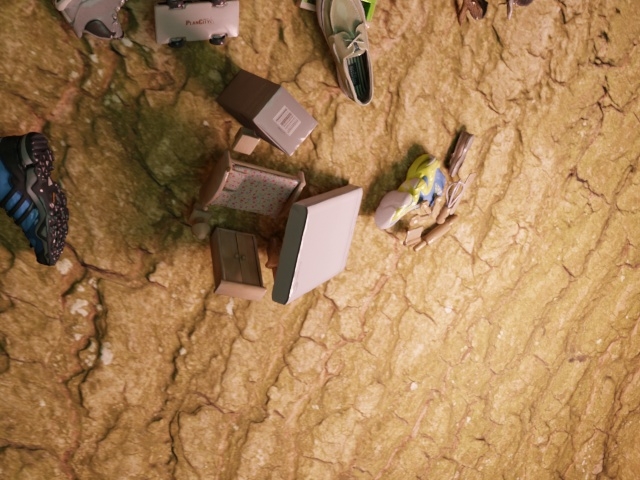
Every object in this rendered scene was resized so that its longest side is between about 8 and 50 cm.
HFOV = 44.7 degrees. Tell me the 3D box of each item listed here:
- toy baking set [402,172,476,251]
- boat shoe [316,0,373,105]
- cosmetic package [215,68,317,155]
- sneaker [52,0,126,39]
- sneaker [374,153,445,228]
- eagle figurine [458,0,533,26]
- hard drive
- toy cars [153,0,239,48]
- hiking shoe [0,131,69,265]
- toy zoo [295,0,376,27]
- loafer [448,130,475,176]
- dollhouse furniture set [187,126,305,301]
[{"bbox_3d":[0.326,-0.072,2.091,0.256,0.030,0.197,-34,150,-16],"label":"toy baking set"},{"bbox_3d":[0.072,-0.451,1.778,0.109,0.094,0.302,-26,129,-8],"label":"boat shoe"},{"bbox_3d":[-0.120,-0.281,1.688,0.127,0.238,0.107,41,85,-31],"label":"cosmetic package"},{"bbox_3d":[-0.403,-0.477,1.555,0.228,0.086,0.132,-27,126,-5],"label":"sneaker"},{"bbox_3d":[0.250,-0.105,2.047,0.240,0.091,0.126,-50,125,-2],"label":"sneaker"},{"bbox_3d":[0.460,-0.671,1.871,0.298,0.226,0.225,-32,102,-7],"label":"eagle figurine"},{"bbox_3d":[0.000,0.000,1.854,0.353,0.047,0.233,-24,130,-65],"label":"hard drive"},{"bbox_3d":[-0.196,-0.542,1.632,0.393,0.087,0.176,-45,135,0],"label":"toy cars"},{"bbox_3d":[-0.607,-0.085,1.606,0.132,0.113,0.304,1,120,4],"label":"hiking shoe"},{"bbox_3d":[0.068,-0.650,1.758,0.192,0.030,0.293,8,106,-31],"label":"toy zoo"},{"bbox_3d":[0.372,-0.234,2.096,0.125,0.039,0.045,-64,157,11],"label":"loafer"},{"bbox_3d":[-0.110,-0.038,1.733,0.303,0.174,0.355,12,135,-28],"label":"dollhouse furniture set"}]
